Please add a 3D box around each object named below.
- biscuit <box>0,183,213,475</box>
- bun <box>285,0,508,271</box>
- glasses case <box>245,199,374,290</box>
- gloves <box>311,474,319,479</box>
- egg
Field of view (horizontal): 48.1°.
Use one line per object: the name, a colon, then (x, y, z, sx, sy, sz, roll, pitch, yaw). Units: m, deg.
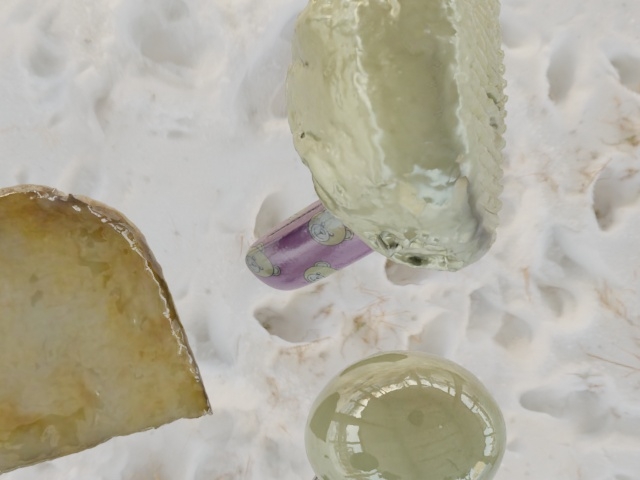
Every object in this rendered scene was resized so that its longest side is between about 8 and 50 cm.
biscuit: (-0.435, 0.139, 1.082, 0.430, 0.104, 0.446, -20, 90, -20)
bun: (0.045, -0.090, 0.448, 0.134, 0.220, 0.220, -2, 84, 21)
glasses case: (0.000, 0.000, 1.229, 0.123, 0.316, 0.075, 41, 40, -26)
gloves: (0.117, 0.571, 1.536, 0.313, 0.210, 0.135, 12, 61, 8)
egg: (0.108, 0.254, 0.948, 0.269, 0.219, 0.219, 0, 83, 25)
